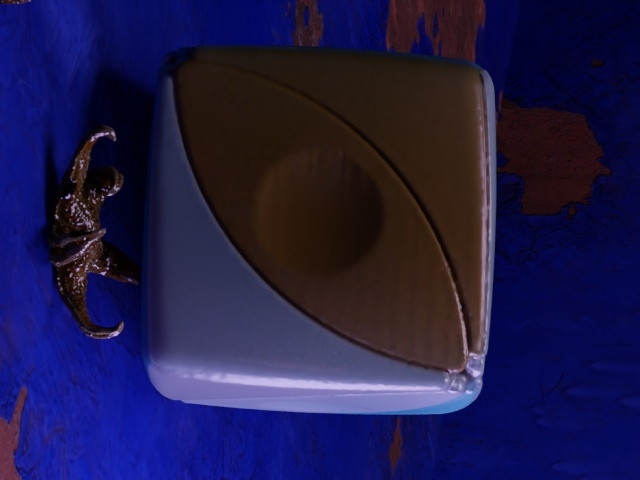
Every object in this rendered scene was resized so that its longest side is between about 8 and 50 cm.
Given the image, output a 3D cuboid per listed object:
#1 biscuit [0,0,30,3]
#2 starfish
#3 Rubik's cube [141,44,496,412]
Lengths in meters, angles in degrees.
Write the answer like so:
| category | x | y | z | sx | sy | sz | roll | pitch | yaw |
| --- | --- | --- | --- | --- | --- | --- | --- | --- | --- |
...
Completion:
| category | x | y | z | sx | sy | sz | roll | pitch | yaw |
| --- | --- | --- | --- | --- | --- | --- | --- | --- | --- |
| biscuit | -0.288 | -0.231 | 1.576 | 0.199 | 0.064 | 0.034 | 38 | 57 | -73 |
| starfish | -0.217 | -0.012 | 1.856 | 0.146 | 0.074 | 0.190 | -63 | 153 | -61 |
| Rubik's cube | 0.000 | 0.000 | 2.042 | 0.351 | 0.352 | 0.347 | 102 | -10 | -81 |
